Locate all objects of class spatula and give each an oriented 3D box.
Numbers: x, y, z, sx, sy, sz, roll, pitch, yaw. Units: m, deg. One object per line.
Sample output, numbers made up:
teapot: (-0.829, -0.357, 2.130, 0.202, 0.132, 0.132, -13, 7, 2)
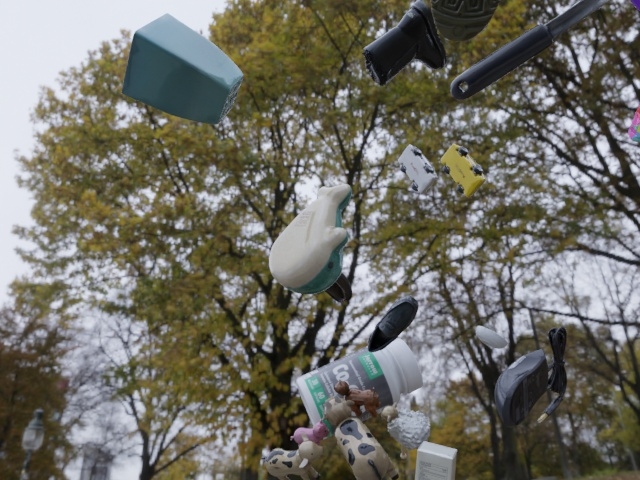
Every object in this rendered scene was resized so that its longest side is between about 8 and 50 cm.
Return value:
spatula: (0.262, -0.234, 0.573, 0.296, 0.084, 0.030, -29, 2, 43)

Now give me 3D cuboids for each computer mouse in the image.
computer mouse: (0.412, 0.298, 1.071, 0.060, 0.262, 0.184, 12, -56, 45)

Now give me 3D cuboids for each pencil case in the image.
pencil case: (1.014, -0.400, 1.637, 0.104, 0.105, 0.236, -7, -35, 9)

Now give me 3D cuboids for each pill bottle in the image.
pill bottle: (0.123, 0.456, 1.698, 0.360, 0.204, 0.204, -22, -28, -11)

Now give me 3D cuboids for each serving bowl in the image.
serving bowl: (0.423, 0.247, 1.349, 0.083, 0.027, 0.083, 32, -10, 6)

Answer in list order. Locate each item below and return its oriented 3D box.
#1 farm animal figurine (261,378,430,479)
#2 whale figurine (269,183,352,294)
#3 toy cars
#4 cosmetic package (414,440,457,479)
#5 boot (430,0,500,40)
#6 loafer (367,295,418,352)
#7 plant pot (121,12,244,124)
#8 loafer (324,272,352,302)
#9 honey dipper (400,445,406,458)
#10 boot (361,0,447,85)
farm animal figurine: (0.047, 0.469, 1.279, 0.326, 0.330, 0.172, 19, -37, 48)
whale figurine: (0.000, 0.000, 1.242, 0.216, 0.272, 0.141, -1, -34, 50)
toy cars: (0.428, -0.243, 1.881, 0.087, 0.177, 0.393, 4, 5, -36)
cosmetic package: (0.186, 0.394, 0.878, 0.060, 0.115, 0.041, 8, 5, 25)
boot: (0.226, -0.402, 0.767, 0.089, 0.269, 0.236, 13, -70, 14)
loafer: (0.205, 0.245, 1.544, 0.076, 0.078, 0.223, 38, -54, 7)
plant pot: (-0.319, -0.395, 1.300, 0.234, 0.166, 0.165, 28, -51, -4)
loafer: (-0.007, 0.096, 1.462, 0.220, 0.078, 0.080, 45, -39, -7)
honey dipper: (0.227, 0.547, 1.484, 0.030, 0.030, 0.161, -5, -56, 6)
boot: (0.227, -0.497, 1.471, 0.207, 0.094, 0.246, -42, -30, 5)
